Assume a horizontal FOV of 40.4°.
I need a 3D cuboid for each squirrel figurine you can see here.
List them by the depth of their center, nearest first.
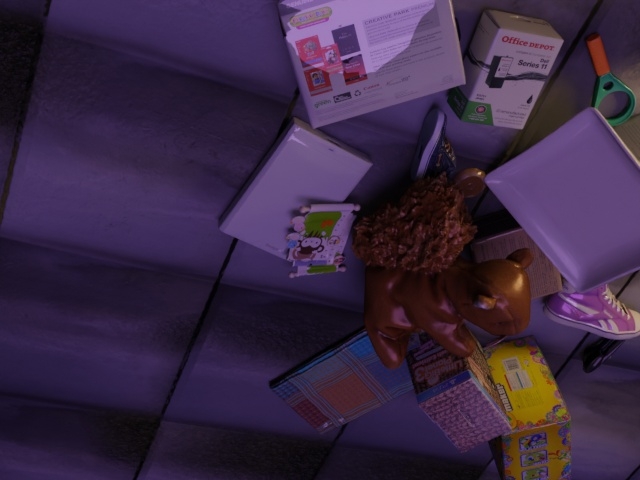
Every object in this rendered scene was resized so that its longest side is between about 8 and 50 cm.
[{"bbox_3d":[0.261,0.068,1.856,0.281,0.370,0.397,-36,107,-28],"label":"squirrel figurine"}]

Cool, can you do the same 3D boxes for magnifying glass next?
[{"bbox_3d":[0.599,-0.333,1.820,0.092,0.026,0.231,-25,127,11],"label":"magnifying glass"}]

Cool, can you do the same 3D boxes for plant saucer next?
[{"bbox_3d":[0.335,-0.124,1.948,0.083,0.015,0.083,-5,129,-6],"label":"plant saucer"}]

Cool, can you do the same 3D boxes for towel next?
[{"bbox_3d":[0.087,0.368,2.284,0.370,0.040,0.271,-31,126,15],"label":"towel"}]

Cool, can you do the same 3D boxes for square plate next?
[{"bbox_3d":[0.560,-0.077,1.815,0.347,0.049,0.344,50,145,-2],"label":"square plate"}]

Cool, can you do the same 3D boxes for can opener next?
[{"bbox_3d":[0.770,0.281,2.315,0.059,0.073,0.186,35,107,-21],"label":"can opener"}]

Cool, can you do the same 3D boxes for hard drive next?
[{"bbox_3d":[-0.057,-0.102,1.887,0.203,0.040,0.307,25,120,-26],"label":"hard drive"}]

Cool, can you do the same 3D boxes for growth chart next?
[{"bbox_3d":[0.000,0.000,1.948,0.172,0.021,0.237,-10,139,-23],"label":"growth chart"}]

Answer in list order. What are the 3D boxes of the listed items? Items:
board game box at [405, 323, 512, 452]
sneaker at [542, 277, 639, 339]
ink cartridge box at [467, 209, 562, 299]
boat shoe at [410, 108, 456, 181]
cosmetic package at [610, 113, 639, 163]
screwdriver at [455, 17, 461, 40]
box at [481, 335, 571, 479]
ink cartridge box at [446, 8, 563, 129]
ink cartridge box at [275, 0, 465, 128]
[{"bbox_3d":[0.320,0.322,2.122,0.141,0.291,0.232,-30,127,14],"label":"board game box"},{"bbox_3d":[0.718,0.153,2.178,0.282,0.102,0.161,12,122,-18],"label":"sneaker"},{"bbox_3d":[0.455,0.040,2.051,0.193,0.088,0.235,-16,128,5],"label":"ink cartridge box"},{"bbox_3d":[0.254,-0.201,1.848,0.083,0.065,0.183,3,134,-13],"label":"boat shoe"},{"bbox_3d":[0.758,-0.175,1.841,0.224,0.224,0.138,-19,127,7],"label":"cosmetic package"},{"bbox_3d":[0.272,-0.371,1.743,0.025,0.024,0.170,10,140,21],"label":"screwdriver"},{"bbox_3d":[0.523,0.460,2.265,0.177,0.290,0.279,-13,128,1],"label":"box"},{"bbox_3d":[0.366,-0.338,1.731,0.153,0.087,0.208,4,127,-19],"label":"ink cartridge box"},{"bbox_3d":[0.090,-0.391,1.623,0.309,0.130,0.272,-16,128,3],"label":"ink cartridge box"}]
